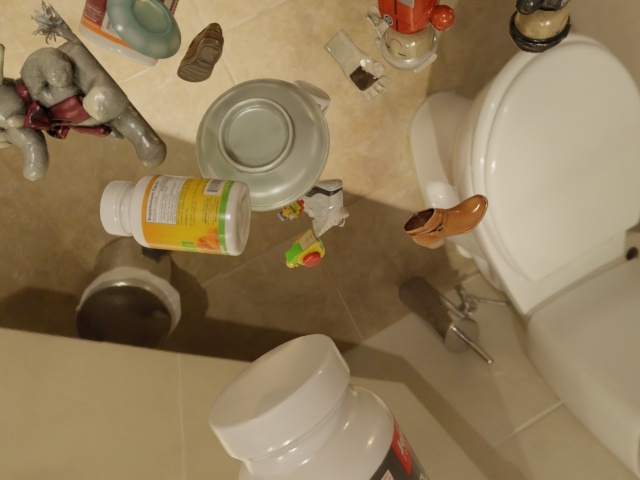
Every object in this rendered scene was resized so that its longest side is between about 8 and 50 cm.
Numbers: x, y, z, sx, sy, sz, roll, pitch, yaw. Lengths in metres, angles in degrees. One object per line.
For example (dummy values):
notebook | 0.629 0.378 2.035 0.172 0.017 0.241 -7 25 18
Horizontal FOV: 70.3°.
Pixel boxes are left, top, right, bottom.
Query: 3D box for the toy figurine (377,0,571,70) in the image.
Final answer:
toy figurine | 0.148 -0.291 0.453 0.213 0.148 0.210 -8 70 9

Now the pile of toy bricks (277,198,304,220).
pile of toy bricks | -0.141 -0.172 1.586 0.105 0.118 0.212 -40 90 24

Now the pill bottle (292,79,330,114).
pill bottle | -0.083 -0.436 1.676 0.153 0.153 0.265 17 122 -23

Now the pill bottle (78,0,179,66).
pill bottle | -0.507 -0.722 1.273 0.224 0.224 0.392 20 109 -23

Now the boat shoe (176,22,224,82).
boat shoe | -0.431 -0.681 1.665 0.110 0.307 0.105 15 74 -38

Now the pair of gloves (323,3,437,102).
pair of gloves | 0.149 -0.479 1.160 0.240 0.042 0.204 -20 128 39

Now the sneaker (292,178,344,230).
sneaker | -0.051 -0.145 1.986 0.137 0.365 0.210 -25 107 -54

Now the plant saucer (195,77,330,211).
plant saucer | -0.176 -0.287 1.295 0.400 0.100 0.401 -1 83 6

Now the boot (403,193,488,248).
boot | 0.301 -0.056 1.091 0.197 0.073 0.152 -43 143 17

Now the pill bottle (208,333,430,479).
pill bottle | 0.028 0.316 0.563 0.210 0.210 0.363 -30 99 -5

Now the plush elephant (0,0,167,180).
plush elephant | -0.494 -0.235 0.814 0.255 0.272 0.330 -39 88 -8

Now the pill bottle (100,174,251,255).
pill bottle | -0.261 -0.050 0.836 0.245 0.136 0.136 5 109 3

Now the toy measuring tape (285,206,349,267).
toy measuring tape | 0.000 0.000 1.650 0.121 0.121 0.330 37 118 -26

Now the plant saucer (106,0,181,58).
plant saucer | -0.435 -0.559 1.150 0.195 0.037 0.195 17 64 -39
